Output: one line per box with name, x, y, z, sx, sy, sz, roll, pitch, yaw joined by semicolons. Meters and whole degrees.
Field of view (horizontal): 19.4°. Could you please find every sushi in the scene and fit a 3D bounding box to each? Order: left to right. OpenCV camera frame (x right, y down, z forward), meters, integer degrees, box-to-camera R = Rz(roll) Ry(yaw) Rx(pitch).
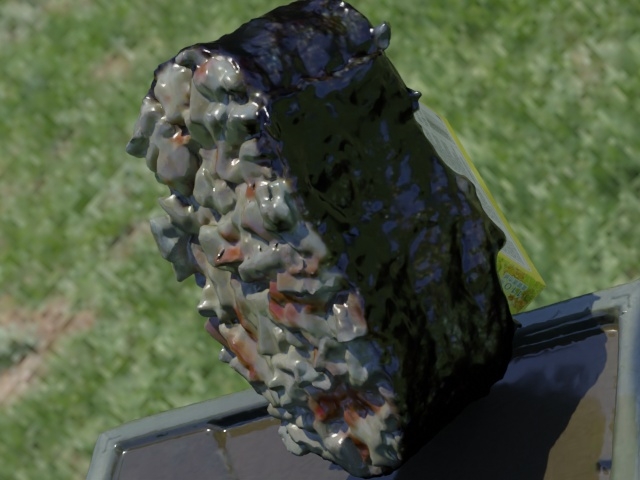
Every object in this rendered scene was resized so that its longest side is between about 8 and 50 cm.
sushi;0.000;0.000;0.612;0.078;0.150;0.090;-30;8;-36

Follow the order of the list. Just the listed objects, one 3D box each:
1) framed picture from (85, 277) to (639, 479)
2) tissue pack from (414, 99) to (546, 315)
framed picture;-0.008;0.163;0.574;0.240;0.020;0.324;-19;40;28
tissue pack;0.034;-0.022;0.922;0.062;0.095;0.176;-48;31;17
